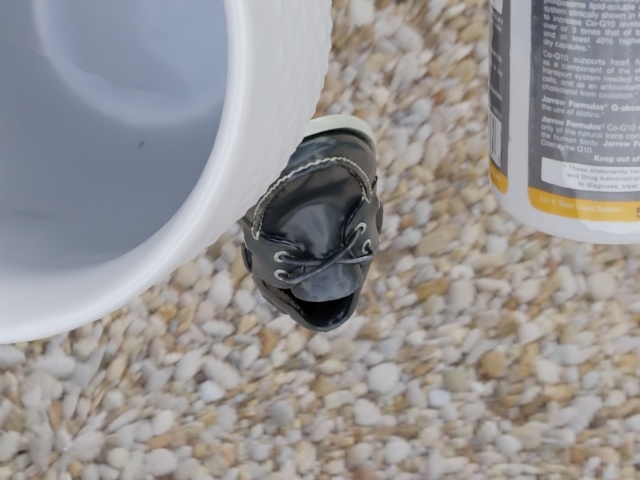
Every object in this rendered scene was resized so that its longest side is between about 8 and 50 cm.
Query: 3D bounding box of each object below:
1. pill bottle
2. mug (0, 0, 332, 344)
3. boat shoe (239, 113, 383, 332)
[{"bbox_3d":[0.183,-0.151,0.948,0.162,0.162,0.278,-8,118,-10],"label":"pill bottle"},{"bbox_3d":[-0.166,-0.149,0.831,0.374,0.328,0.276,39,107,2],"label":"mug"},{"bbox_3d":[-0.004,0.001,1.269,0.127,0.340,0.113,-16,74,-11],"label":"boat shoe"}]
